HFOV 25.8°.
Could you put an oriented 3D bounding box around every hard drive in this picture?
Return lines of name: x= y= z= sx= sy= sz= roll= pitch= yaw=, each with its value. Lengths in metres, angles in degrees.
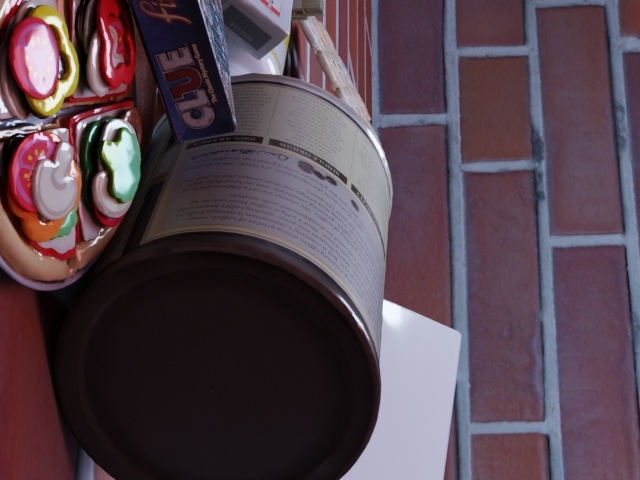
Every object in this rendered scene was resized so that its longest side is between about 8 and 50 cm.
hard drive: x=0.025 y=0.225 z=1.192 sx=0.233 sy=0.047 sz=0.353 roll=25 pitch=69 yaw=-49

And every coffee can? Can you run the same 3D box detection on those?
coffee can: x=-0.053 y=0.026 z=0.969 sx=0.275 sy=0.201 sz=0.201 roll=-80 pitch=167 yaw=-61

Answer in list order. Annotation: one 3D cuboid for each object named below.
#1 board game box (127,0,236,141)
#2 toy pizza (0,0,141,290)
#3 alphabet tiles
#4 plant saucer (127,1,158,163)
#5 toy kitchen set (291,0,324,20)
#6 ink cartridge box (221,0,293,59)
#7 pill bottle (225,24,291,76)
board game box: x=-0.102 y=-0.205 z=0.914 sx=0.165 sy=0.042 sz=0.243 roll=75 pitch=3 yaw=-45
toy pizza: x=-0.141 y=-0.072 z=0.784 sx=0.201 sy=0.032 sz=0.201 roll=3 pitch=90 yaw=-72
alphabet tiles: x=0.019 y=-0.244 z=2.028 sx=0.284 sy=0.021 sz=0.278 roll=62 pitch=8 yaw=-3
plant saucer: x=-0.147 y=-0.145 z=0.933 sx=0.198 sy=0.036 sz=0.199 roll=-2 pitch=90 yaw=-84
toy kitchen set: x=-0.036 y=-0.263 z=1.750 sx=0.068 sy=0.083 sz=0.075 roll=40 pitch=49 yaw=-81
ink cartridge box: x=-0.082 y=-0.251 z=1.157 sx=0.145 sy=0.045 sz=0.179 roll=37 pitch=38 yaw=-26
pill bottle: x=-0.083 y=-0.155 z=1.208 sx=0.184 sy=0.103 sz=0.103 roll=-83 pitch=169 yaw=-54
